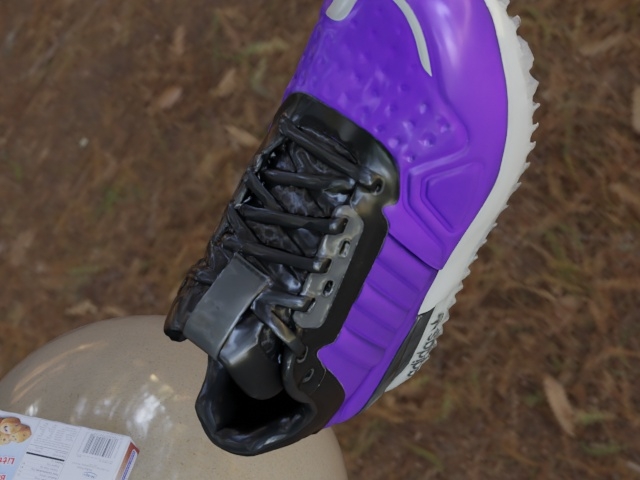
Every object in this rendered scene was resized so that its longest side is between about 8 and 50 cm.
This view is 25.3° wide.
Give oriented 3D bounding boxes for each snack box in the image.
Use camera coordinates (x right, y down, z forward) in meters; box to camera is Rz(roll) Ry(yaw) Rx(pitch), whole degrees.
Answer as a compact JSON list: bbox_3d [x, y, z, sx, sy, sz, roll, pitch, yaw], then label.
[{"bbox_3d":[-0.196,0.129,0.826,0.178,0.022,0.064,8,59,21],"label":"snack box"}]

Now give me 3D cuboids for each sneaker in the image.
[{"bbox_3d":[0.001,0.001,0.652,0.146,0.293,0.102,-30,57,-35],"label":"sneaker"}]

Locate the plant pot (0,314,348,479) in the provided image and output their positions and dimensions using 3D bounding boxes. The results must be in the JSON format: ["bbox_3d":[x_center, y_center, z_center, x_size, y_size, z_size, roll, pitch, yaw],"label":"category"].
[{"bbox_3d":[-0.118,0.202,0.914,0.284,0.284,0.191,-51,4,4],"label":"plant pot"}]
